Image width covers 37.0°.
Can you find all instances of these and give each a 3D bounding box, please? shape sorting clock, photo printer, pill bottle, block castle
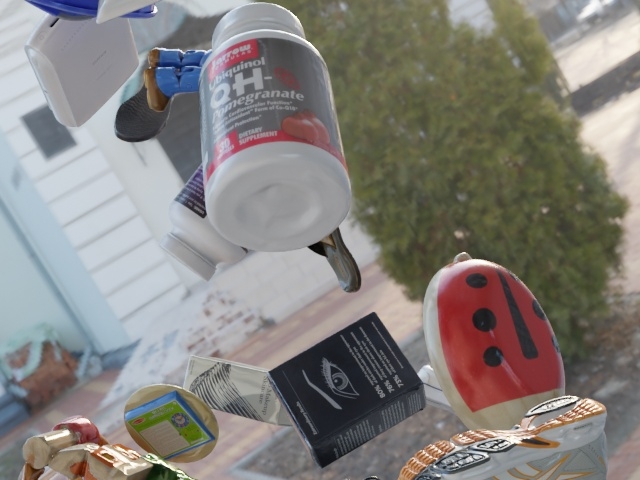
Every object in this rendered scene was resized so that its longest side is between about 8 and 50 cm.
[{"bbox_3d":[-0.310,0.381,1.993,0.206,0.206,0.040,-29,23,26],"label":"shape sorting clock"},{"bbox_3d":[-0.539,-0.433,2.176,0.256,0.107,0.307,-52,-15,-22],"label":"photo printer"},{"bbox_3d":[-0.177,-0.083,1.907,0.323,0.181,0.181,-53,7,-8],"label":"pill bottle"},{"bbox_3d":[-0.329,0.521,1.618,0.303,0.453,0.213,-63,-13,3],"label":"block castle"},{"bbox_3d":[-0.067,-0.156,1.228,0.176,0.176,0.318,-30,46,23],"label":"pill bottle"}]

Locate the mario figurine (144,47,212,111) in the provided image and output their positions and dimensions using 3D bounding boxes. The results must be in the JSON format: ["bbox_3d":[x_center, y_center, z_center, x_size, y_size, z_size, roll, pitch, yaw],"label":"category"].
[{"bbox_3d":[-0.152,-0.283,1.764,0.321,0.198,0.170,-3,-12,6],"label":"mario figurine"}]

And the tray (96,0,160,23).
[{"bbox_3d":[-0.267,-0.466,1.651,0.270,0.030,0.145,-18,43,9],"label":"tray"}]

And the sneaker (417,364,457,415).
[{"bbox_3d":[0.330,0.356,2.221,0.091,0.258,0.094,-61,-28,-18],"label":"sneaker"}]

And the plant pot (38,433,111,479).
[{"bbox_3d":[-0.488,0.566,1.954,0.203,0.291,0.291,-28,4,-4],"label":"plant pot"}]

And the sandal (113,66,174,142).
[{"bbox_3d":[-0.353,-0.275,1.993,0.254,0.097,0.054,-69,1,-48],"label":"sandal"}]

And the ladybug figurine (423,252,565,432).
[{"bbox_3d":[0.383,0.224,2.043,0.305,0.449,0.162,-9,-21,-31],"label":"ladybug figurine"}]

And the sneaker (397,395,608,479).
[{"bbox_3d":[0.215,0.271,1.073,0.262,0.121,0.099,-16,8,-12],"label":"sneaker"}]

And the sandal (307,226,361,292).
[{"bbox_3d":[0.000,0.000,1.696,0.060,0.219,0.090,-23,-6,-19],"label":"sandal"}]

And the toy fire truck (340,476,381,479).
[{"bbox_3d":[0.052,0.662,2.136,0.217,0.246,0.158,-5,-16,-4],"label":"toy fire truck"}]

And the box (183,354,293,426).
[{"bbox_3d":[-0.168,0.328,2.101,0.275,0.113,0.094,5,-8,34],"label":"box"}]

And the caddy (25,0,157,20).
[{"bbox_3d":[-0.459,-0.508,1.840,0.341,0.241,0.179,-15,-50,-55],"label":"caddy"}]

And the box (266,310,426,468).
[{"bbox_3d":[0.043,0.239,1.529,0.207,0.153,0.108,-28,-32,-7],"label":"box"}]
